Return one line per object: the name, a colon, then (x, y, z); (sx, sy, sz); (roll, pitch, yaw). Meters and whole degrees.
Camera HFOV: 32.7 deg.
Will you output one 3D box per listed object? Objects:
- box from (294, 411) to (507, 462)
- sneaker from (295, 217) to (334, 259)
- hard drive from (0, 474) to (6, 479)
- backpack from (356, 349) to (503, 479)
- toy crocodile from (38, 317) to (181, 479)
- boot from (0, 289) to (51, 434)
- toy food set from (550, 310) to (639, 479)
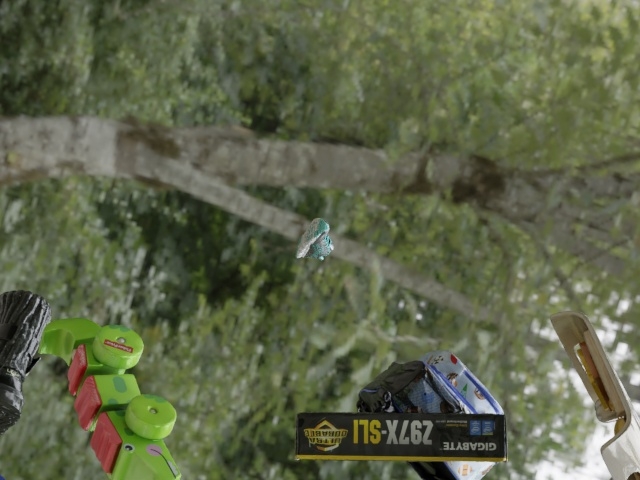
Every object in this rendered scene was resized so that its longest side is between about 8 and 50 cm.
box: (0.131, 0.313, 1.748); (0.257, 0.321, 0.079); (65, 26, -78)
sneaker: (0.000, 0.000, 2.547); (0.166, 0.076, 0.065); (131, -26, -62)
hard drive: (-0.591, 0.354, 1.424); (0.210, 0.318, 0.040); (23, -60, 44)
backpack: (0.217, 0.341, 2.036); (0.213, 0.263, 0.276); (-34, 178, -8)
toy crocodile: (-0.276, 0.221, 1.439); (0.340, 0.105, 0.115); (55, -50, 39)
boot: (-0.664, 0.269, 2.148); (0.348, 0.131, 0.260); (-30, -139, 33)
toy food set: (0.427, 0.272, 1.635); (0.092, 0.220, 0.306); (-26, -149, 12)
